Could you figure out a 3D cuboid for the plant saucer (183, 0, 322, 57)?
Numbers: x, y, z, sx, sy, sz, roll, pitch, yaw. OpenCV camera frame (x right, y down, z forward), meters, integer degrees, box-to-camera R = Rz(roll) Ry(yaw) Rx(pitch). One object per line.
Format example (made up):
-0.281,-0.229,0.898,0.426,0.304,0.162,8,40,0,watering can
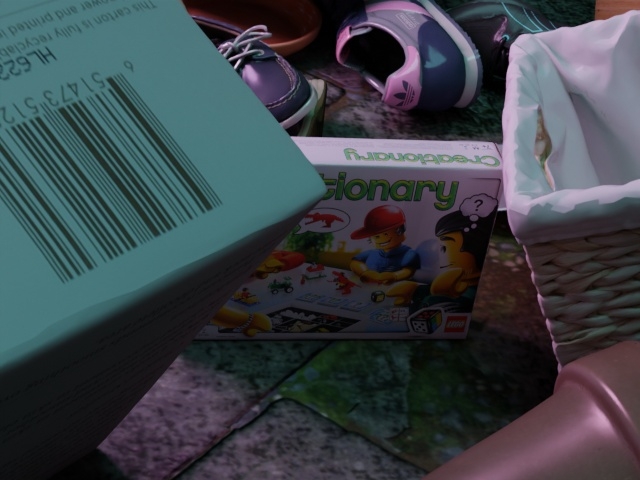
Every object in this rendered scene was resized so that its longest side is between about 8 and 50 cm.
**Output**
-0.099,-0.268,1.914,0.200,0.037,0.200,6,33,-4,plant saucer

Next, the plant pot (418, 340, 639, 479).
0.161,0.227,1.109,0.229,0.263,0.263,-18,40,-7,plant pot

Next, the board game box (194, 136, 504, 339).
0.000,0.000,1.409,0.305,0.193,0.053,0,35,-13,board game box

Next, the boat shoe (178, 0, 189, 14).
-0.286,-0.221,1.722,0.341,0.121,0.110,-15,62,-31,boat shoe

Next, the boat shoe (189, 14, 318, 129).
-0.088,-0.183,1.663,0.095,0.079,0.254,-35,33,-9,boat shoe

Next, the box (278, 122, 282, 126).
-0.127,-0.046,1.499,0.170,0.130,0.091,6,33,-5,box

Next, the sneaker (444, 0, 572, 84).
0.260,-0.219,1.880,0.267,0.101,0.106,10,36,0,sneaker

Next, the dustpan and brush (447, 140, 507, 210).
0.123,-0.063,1.667,0.211,0.060,0.147,6,23,-17,dustpan and brush

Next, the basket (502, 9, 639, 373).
0.351,-0.036,1.398,0.331,0.266,0.328,-11,31,14,basket

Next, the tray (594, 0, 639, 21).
0.561,-0.274,1.910,0.203,0.076,0.411,-9,16,-43,tray

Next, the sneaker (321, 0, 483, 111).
0.058,-0.259,1.874,0.131,0.112,0.319,-10,38,-31,sneaker

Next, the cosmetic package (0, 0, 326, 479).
-0.281,0.003,1.068,0.327,0.393,0.329,51,43,8,cosmetic package

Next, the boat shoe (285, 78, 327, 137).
-0.037,-0.110,1.670,0.073,0.080,0.223,5,29,4,boat shoe
